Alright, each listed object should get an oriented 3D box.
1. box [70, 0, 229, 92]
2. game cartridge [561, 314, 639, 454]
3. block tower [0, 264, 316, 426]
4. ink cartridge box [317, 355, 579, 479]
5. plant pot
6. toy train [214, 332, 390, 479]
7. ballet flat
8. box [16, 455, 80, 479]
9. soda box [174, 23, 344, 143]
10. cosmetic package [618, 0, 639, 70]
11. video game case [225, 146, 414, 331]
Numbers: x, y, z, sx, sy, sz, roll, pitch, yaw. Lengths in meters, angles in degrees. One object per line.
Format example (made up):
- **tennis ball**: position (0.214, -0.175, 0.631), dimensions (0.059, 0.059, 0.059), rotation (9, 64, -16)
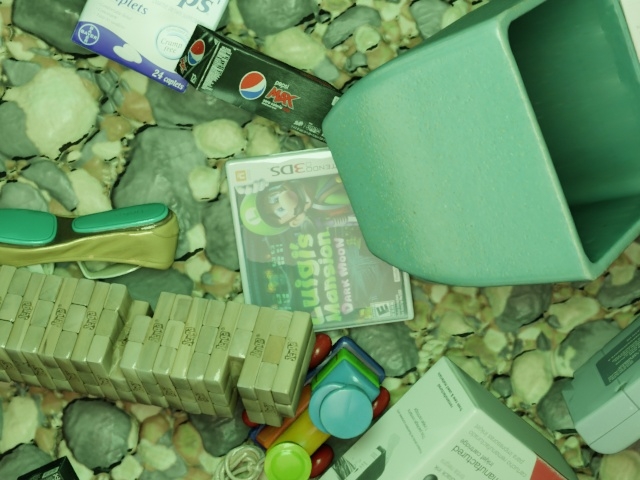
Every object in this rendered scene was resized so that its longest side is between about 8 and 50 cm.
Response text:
- **box**: position (-0.160, -0.234, 1.659), dimensions (0.126, 0.072, 0.137), rotation (25, 100, -6)
- **game cartridge**: position (0.369, 0.089, 1.665), dimensions (0.297, 0.198, 0.062), rotation (-42, 99, 9)
- **block tower**: position (-0.178, 0.105, 1.669), dimensions (0.335, 0.091, 0.097), rotation (9, 62, 12)
- **ink cartridge box**: position (0.109, 0.287, 1.723), dimensions (0.273, 0.114, 0.197), rotation (-46, 118, 9)
- **plant pot**: position (0.153, -0.094, 1.597), dimensions (0.252, 0.247, 0.248), rotation (-14, 104, 35)
- **toy train**: position (-0.037, 0.217, 1.719), dimensions (0.105, 0.143, 0.248), rotation (43, 99, -8)
- **ballet flat**: position (-0.259, 0.009, 1.711), dimensions (0.232, 0.080, 0.073), rotation (-2, 118, 2)
- **box**: position (-0.279, 0.282, 1.779), dimensions (0.062, 0.052, 0.083), rotation (-24, 102, 6)
- **soda box**: position (-0.055, -0.152, 1.647), dimensions (0.169, 0.060, 0.053), rotation (21, 103, -36)
- **cosmetic package**: position (0.368, -0.162, 1.671), dimensions (0.117, 0.085, 0.231), rotation (-15, 104, 4)
- **video game case**: position (0.000, 0.000, 1.735), dimensions (0.173, 0.022, 0.190), rotation (-7, 102, 2)
